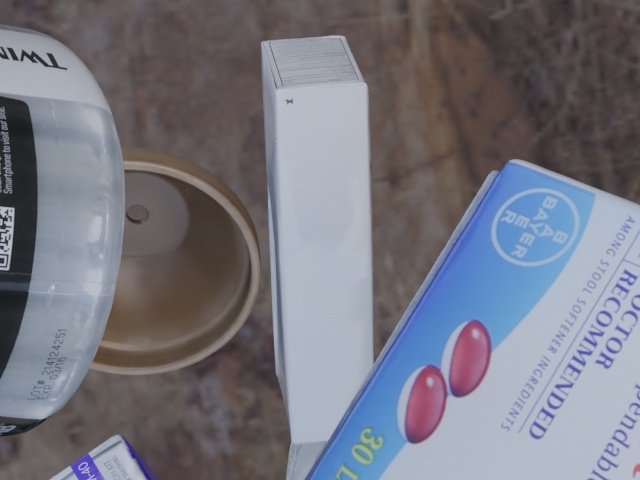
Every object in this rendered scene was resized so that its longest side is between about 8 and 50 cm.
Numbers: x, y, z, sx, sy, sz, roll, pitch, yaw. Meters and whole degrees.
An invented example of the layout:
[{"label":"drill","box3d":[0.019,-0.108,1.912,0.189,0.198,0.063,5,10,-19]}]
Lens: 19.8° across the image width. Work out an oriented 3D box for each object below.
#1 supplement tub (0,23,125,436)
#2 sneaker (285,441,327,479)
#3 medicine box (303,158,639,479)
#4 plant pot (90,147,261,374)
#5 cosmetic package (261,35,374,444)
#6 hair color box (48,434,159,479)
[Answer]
[{"label":"supplement tub","box3d":[-0.260,-0.014,0.782,0.193,0.316,0.194,-11,77,54]},{"label":"sneaker","box3d":[0.039,0.161,1.422,0.099,0.121,0.262,35,132,-7]},{"label":"medicine box","box3d":[0.157,0.143,0.842,0.289,0.263,0.149,23,161,32]},{"label":"plant pot","box3d":[-0.173,0.001,1.718,0.110,0.237,0.237,-91,17,-56]},{"label":"cosmetic package","box3d":[0.000,0.000,1.160,0.099,0.060,0.239,-103,10,-65]},{"label":"hair color box","box3d":[-0.213,0.302,1.189,0.185,0.339,0.110,52,175,27]}]
